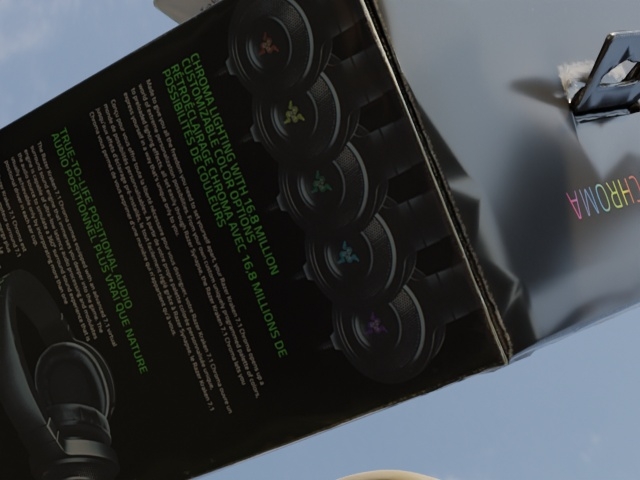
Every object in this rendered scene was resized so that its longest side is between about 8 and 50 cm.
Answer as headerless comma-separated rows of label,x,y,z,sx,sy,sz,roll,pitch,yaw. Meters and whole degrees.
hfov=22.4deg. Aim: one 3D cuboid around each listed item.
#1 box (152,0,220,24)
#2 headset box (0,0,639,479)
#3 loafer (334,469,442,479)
box,0.032,-0.166,0.802,0.119,0.181,0.182,35,-72,3
headset box,0.000,0.000,0.584,0.283,0.246,0.131,-24,-96,34
loafer,0.086,0.216,1.022,0.268,0.092,0.102,2,-60,30
